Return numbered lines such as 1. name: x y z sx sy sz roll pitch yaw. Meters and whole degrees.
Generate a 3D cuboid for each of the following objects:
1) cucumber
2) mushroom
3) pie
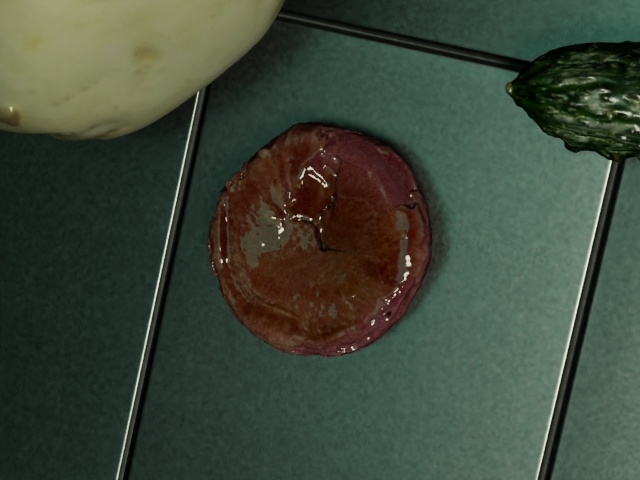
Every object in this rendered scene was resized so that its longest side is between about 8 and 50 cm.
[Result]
1. cucumber: 0.309 -0.088 1.310 0.359 0.096 0.096 5 93 19
2. mushroom: -0.190 -0.252 1.386 0.314 0.314 0.336 -47 58 13
3. pie: 0.000 0.000 1.430 0.182 0.049 0.182 -1 88 21
